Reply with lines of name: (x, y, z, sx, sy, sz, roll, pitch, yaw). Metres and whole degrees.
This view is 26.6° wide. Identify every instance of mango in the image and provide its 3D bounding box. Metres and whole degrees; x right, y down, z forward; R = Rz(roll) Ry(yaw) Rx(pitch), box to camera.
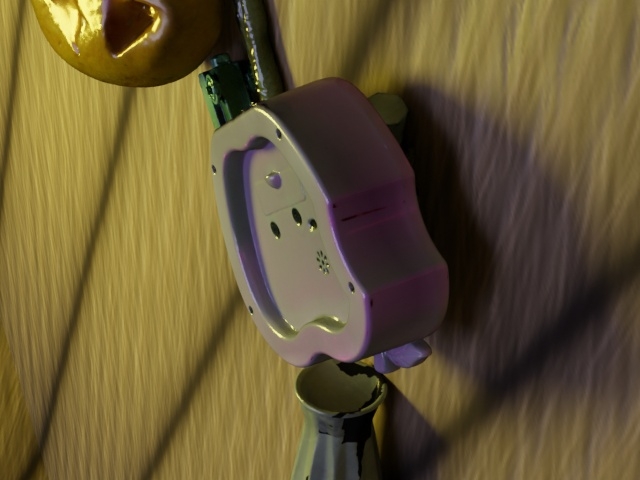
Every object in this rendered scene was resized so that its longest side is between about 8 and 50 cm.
mango: (-0.245, -0.324, 1.750, 0.365, 0.182, 0.253, 18, 123, 46)

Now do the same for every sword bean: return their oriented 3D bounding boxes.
sword bean: (-0.061, -0.185, 1.632, 0.043, 0.038, 0.269, -107, 2, -75)

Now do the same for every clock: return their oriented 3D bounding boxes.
clock: (0.000, 0.000, 1.442, 0.338, 0.102, 0.338, 46, 146, 43)

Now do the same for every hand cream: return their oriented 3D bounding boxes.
hand cream: (0.053, -0.074, 1.468, 0.205, 0.050, 0.078, 103, 177, -50)

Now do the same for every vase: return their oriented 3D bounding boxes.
vase: (0.019, 0.326, 1.743, 0.165, 0.165, 0.360, 42, 141, 45)

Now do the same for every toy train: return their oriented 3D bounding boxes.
toy train: (-0.104, -0.152, 1.710, 0.099, 0.070, 0.172, -176, 67, -74)

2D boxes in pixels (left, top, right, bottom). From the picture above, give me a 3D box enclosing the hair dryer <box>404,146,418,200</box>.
hair dryer: (0.086, -0.017, 1.465, 0.100, 0.057, 0.197, 42, 135, 45)
